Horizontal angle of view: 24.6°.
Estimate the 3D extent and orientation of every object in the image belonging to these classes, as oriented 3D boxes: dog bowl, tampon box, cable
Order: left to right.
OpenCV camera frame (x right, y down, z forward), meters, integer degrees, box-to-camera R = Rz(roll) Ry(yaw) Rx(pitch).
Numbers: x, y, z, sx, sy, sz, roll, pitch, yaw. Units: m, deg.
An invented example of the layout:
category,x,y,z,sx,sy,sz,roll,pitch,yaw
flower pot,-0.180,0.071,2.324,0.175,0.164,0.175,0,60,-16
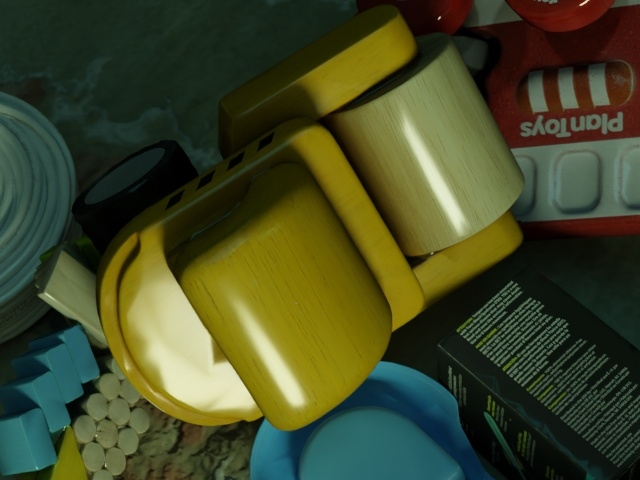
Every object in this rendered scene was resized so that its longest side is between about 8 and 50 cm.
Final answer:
category,x,y,z,sx,sy,sz,roll,pitch,yaw
cable,-0.327,-0.016,1.231,0.257,0.089,0.257,-15,58,-6
dog bowl,0.079,0.217,1.051,0.166,0.074,0.297,-39,62,-19
tampon box,0.176,0.122,1.076,0.101,0.120,0.161,-39,62,-19

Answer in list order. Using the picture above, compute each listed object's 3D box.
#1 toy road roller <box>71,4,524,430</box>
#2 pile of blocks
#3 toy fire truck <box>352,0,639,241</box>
category,x,y,z,sx,sy,sz,roll,pitch,yaw
toy road roller,0.000,0.000,1.030,0.329,0.202,0.240,-33,19,-4
pile of blocks,-0.197,0.099,1.112,0.112,0.149,0.362,-16,42,39
toy fire truck,0.155,-0.119,1.204,0.302,0.169,0.254,-4,74,28
